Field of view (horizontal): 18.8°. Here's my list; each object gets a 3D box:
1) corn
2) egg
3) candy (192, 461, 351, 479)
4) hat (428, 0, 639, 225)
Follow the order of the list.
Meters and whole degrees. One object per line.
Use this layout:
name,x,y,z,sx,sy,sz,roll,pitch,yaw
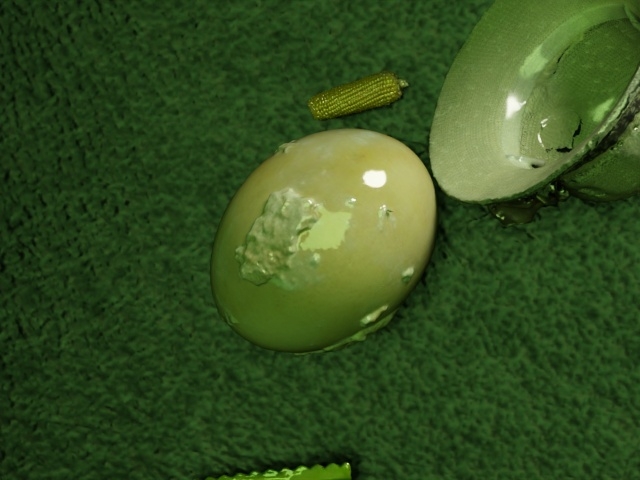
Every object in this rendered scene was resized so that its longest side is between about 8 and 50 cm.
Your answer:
corn,0.031,-0.118,1.581,0.083,0.028,0.027,-16,73,11
egg,0.001,0.000,1.522,0.201,0.164,0.164,-44,85,13
candy,-0.036,0.305,1.572,0.149,0.069,0.246,-4,91,5
hat,0.215,-0.106,1.492,0.130,0.257,0.257,33,95,-26
